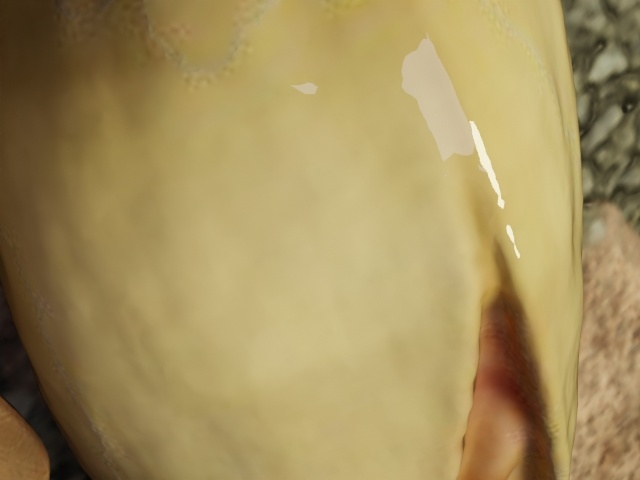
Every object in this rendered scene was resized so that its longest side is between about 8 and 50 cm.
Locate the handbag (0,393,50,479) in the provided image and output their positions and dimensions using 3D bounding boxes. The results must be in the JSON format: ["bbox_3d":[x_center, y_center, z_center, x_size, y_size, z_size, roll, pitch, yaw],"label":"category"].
[{"bbox_3d":[-0.182,0.096,0.496,0.193,0.072,0.151,-53,131,-4],"label":"handbag"}]

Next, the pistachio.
[{"bbox_3d":[0.000,0.000,0.501,0.187,0.187,0.299,-29,131,-20],"label":"pistachio"}]
